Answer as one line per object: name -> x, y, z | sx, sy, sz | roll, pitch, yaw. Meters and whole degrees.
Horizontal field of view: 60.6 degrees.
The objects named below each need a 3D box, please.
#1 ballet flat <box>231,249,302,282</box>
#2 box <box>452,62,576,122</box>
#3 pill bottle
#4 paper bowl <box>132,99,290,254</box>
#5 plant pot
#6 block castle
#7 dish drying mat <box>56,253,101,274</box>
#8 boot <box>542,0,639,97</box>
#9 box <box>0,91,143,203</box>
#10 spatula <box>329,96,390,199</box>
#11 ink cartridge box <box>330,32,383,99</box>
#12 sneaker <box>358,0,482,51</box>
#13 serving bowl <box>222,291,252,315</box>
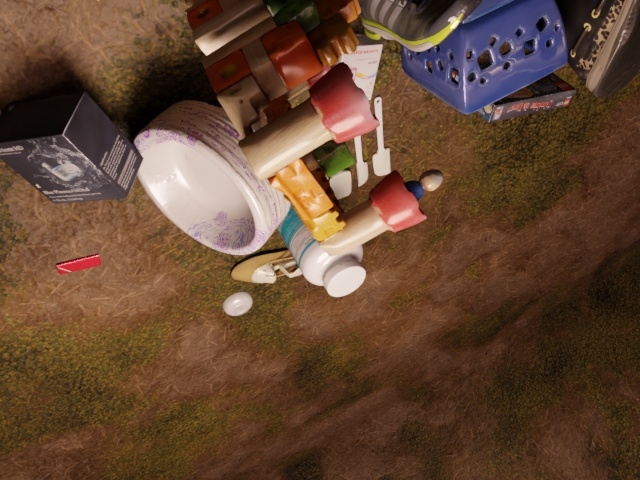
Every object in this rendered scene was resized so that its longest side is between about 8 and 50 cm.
ballet flat -> -0.107, 0.067, 1.384 | 0.232, 0.073, 0.080 | -18, 140, -18
box -> 0.428, -0.345, 1.232 | 0.233, 0.159, 0.044 | -16, 139, -21
pill bottle -> 0.000, 0.000, 1.228 | 0.146, 0.264, 0.146 | -19, 141, -16
paper bowl -> -0.181, -0.121, 0.981 | 0.148, 0.284, 0.284 | -55, 154, -32
plant pot -> 0.291, -0.409, 1.015 | 0.236, 0.236, 0.212 | -28, 136, -7
block castle -> -0.012, -0.230, 0.820 | 0.213, 0.453, 0.303 | -30, 142, 8
dish drying mat -> -0.503, 0.051, 1.142 | 0.083, 0.008, 0.032 | -14, 138, -22
boot -> 0.528, -0.498, 1.028 | 0.138, 0.284, 0.377 | -18, 142, -16
box -> -0.402, -0.142, 0.875 | 0.156, 0.093, 0.158 | -3, 147, 20
spatula -> 0.086, -0.206, 1.262 | 0.168, 0.019, 0.242 | -24, 142, -9
ink cartridge box -> 0.062, -0.337, 1.073 | 0.089, 0.052, 0.122 | -13, 138, -23
sneaker -> 0.133, -0.389, 0.882 | 0.111, 0.300, 0.121 | -48, 125, -5
serving bowl -> -0.218, 0.175, 1.463 | 0.083, 0.027, 0.083 | -19, 140, -17
